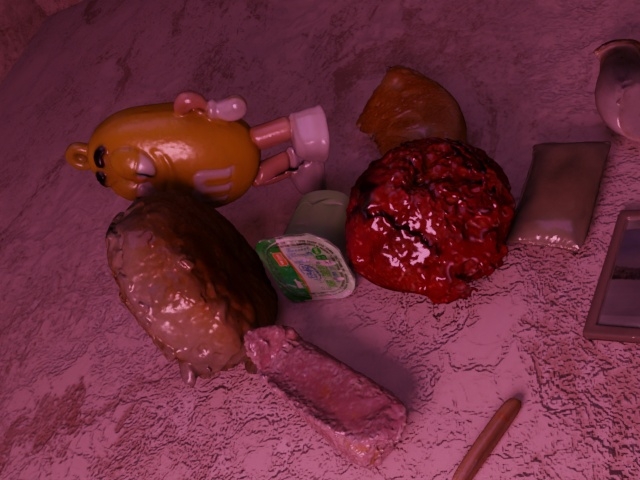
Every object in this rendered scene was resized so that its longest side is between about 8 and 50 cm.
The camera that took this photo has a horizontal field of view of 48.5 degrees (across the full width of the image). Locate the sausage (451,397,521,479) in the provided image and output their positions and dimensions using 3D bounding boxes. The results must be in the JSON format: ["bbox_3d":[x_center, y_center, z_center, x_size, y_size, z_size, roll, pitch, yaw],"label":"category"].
[{"bbox_3d":[0.204,0.245,0.869,0.024,0.024,0.132,23,66,45],"label":"sausage"}]

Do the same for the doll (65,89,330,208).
[{"bbox_3d":[-0.178,-0.133,1.250,0.423,0.348,0.161,-23,49,13],"label":"doll"}]

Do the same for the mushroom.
[{"bbox_3d":[0.482,-0.240,1.120,0.116,0.093,0.225,-9,35,6],"label":"mushroom"}]

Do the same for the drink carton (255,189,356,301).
[{"bbox_3d":[0.000,0.000,1.167,0.144,0.146,0.142,-6,39,29],"label":"drink carton"}]

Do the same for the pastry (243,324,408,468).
[{"bbox_3d":[0.008,0.211,0.975,0.103,0.112,0.265,-38,51,-22],"label":"pastry"}]

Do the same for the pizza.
[{"bbox_3d":[0.168,-0.214,1.308,0.182,0.074,0.365,-27,41,5],"label":"pizza"}]

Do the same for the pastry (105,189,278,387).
[{"bbox_3d":[-0.194,0.054,1.109,0.136,0.329,0.330,-34,39,15],"label":"pastry"}]

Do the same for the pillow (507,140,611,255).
[{"bbox_3d":[0.355,-0.072,1.058,0.119,0.053,0.208,1,55,38],"label":"pillow"}]

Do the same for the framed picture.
[{"bbox_3d":[0.487,0.042,0.862,0.289,0.016,0.213,0,51,42],"label":"framed picture"}]

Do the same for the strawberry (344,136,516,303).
[{"bbox_3d":[0.149,-0.043,1.040,0.274,0.220,0.274,-21,43,21],"label":"strawberry"}]
